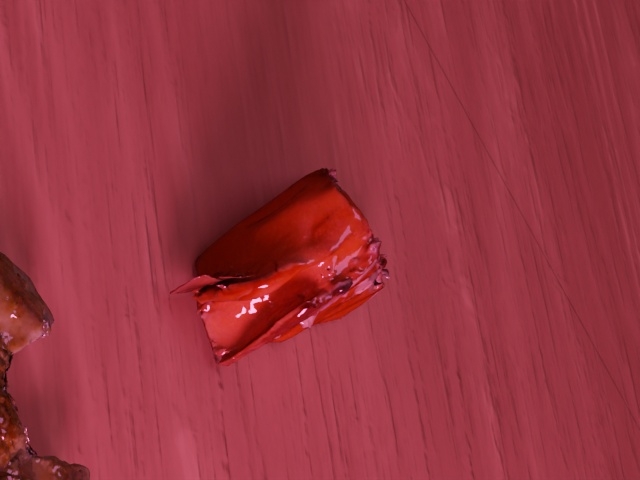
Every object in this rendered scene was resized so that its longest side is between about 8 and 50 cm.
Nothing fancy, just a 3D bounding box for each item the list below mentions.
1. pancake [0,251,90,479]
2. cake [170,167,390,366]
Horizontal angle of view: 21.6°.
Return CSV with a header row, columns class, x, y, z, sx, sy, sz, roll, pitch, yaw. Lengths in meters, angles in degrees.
class,x,y,z,sx,sy,sz,roll,pitch,yaw
pancake,-0.206,0.089,0.848,0.253,0.037,0.253,38,41,-43
cake,0.004,0.005,1.186,0.098,0.135,0.287,53,21,2
